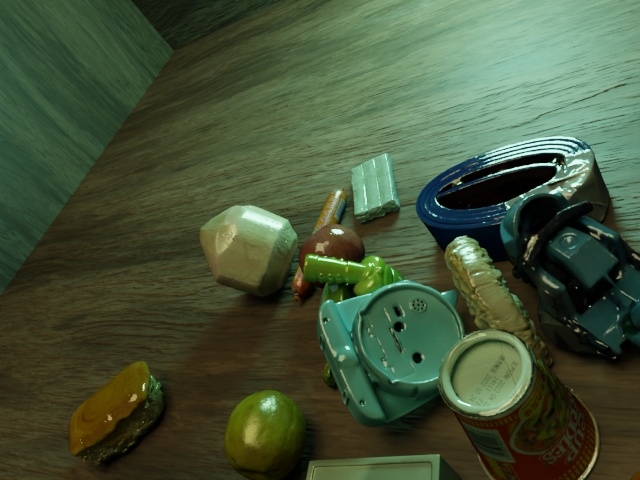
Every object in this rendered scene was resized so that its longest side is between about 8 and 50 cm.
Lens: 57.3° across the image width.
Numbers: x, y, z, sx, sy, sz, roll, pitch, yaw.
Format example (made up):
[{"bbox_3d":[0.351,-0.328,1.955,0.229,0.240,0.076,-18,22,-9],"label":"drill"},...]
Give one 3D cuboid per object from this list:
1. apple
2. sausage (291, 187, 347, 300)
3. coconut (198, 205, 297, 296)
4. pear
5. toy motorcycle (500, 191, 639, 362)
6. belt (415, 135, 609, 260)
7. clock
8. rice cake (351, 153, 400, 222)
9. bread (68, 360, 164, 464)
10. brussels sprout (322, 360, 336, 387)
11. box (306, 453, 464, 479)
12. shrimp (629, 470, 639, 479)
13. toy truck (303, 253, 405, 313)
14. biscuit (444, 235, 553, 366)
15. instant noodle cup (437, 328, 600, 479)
[{"bbox_3d":[0.021,0.032,1.311,0.153,0.120,0.153,-42,0,0],"label":"apple"},{"bbox_3d":[0.000,0.000,1.440,0.053,0.053,0.347,-7,48,38],"label":"sausage"},{"bbox_3d":[-0.179,0.016,1.419,0.234,0.224,0.224,19,61,11],"label":"coconut"},{"bbox_3d":[-0.101,0.360,1.077,0.149,0.148,0.162,-20,33,26],"label":"pear"},{"bbox_3d":[0.406,0.060,0.861,0.172,0.232,0.416,-40,36,-5],"label":"toy motorcycle"},{"bbox_3d":[0.363,-0.077,1.141,0.347,0.117,0.212,-14,42,33],"label":"belt"},{"bbox_3d":[0.144,0.172,1.010,0.274,0.094,0.223,-21,65,-12],"label":"clock"},{"bbox_3d":[0.134,-0.137,1.475,0.124,0.038,0.211,-21,40,24],"label":"rice cake"},{"bbox_3d":[-0.484,0.409,1.396,0.245,0.121,0.174,-41,37,4],"label":"bread"},{"bbox_3d":[0.030,0.247,1.162,0.083,0.046,0.051,-53,31,-15],"label":"brussels sprout"},{"bbox_3d":[0.087,0.445,0.846,0.225,0.117,0.225,-15,43,30],"label":"box"},{"bbox_3d":[0.454,0.335,0.699,0.166,0.049,0.161,-30,35,2],"label":"shrimp"},{"bbox_3d":[0.075,0.098,1.161,0.187,0.210,0.148,-2,47,19],"label":"toy truck"},{"bbox_3d":[0.277,0.085,0.995,0.084,0.179,0.281,-33,37,11],"label":"biscuit"},{"bbox_3d":[0.266,0.231,0.825,0.193,0.212,0.193,-25,39,21],"label":"instant noodle cup"}]
